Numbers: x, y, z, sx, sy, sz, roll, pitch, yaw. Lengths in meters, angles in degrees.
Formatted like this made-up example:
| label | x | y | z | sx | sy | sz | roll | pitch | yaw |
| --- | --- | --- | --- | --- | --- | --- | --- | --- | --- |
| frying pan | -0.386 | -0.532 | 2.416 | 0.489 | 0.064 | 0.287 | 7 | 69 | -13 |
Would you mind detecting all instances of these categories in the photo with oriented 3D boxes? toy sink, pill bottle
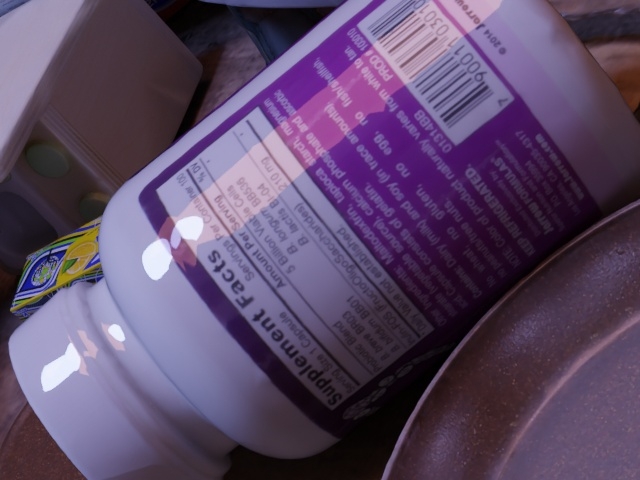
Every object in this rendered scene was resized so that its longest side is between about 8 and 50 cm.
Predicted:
| label | x | y | z | sx | sy | sz | roll | pitch | yaw |
| --- | --- | --- | --- | --- | --- | --- | --- | --- | --- |
| toy sink | -0.206 | -0.068 | 1.061 | 0.153 | 0.131 | 0.234 | -20 | 36 | 34 |
| pill bottle | 0.000 | 0.000 | 0.703 | 0.301 | 0.169 | 0.169 | -39 | 31 | 5 |

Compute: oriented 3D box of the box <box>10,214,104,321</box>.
| label | x | y | z | sx | sy | sz | roll | pitch | yaw |
| --- | --- | --- | --- | --- | --- | --- | --- | --- | --- |
| box | -0.119 | 0.012 | 0.929 | 0.169 | 0.059 | 0.054 | -27 | 36 | 25 |

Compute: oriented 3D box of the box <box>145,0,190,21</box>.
| label | x | y | z | sx | sy | sz | roll | pitch | yaw |
| --- | --- | --- | --- | --- | --- | --- | --- | --- | --- |
| box | -0.172 | -0.272 | 1.276 | 0.257 | 0.128 | 0.122 | -37 | 34 | 8 |

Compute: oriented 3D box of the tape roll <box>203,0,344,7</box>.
| label | x | y | z | sx | sy | sz | roll | pitch | yaw |
| --- | --- | --- | --- | --- | --- | --- | --- | --- | --- |
| tape roll | -0.008 | -0.227 | 0.983 | 0.219 | 0.072 | 0.219 | -3 | 27 | 2 |

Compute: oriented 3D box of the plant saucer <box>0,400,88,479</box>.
| label | x | y | z | sx | sy | sz | roll | pitch | yaw |
| --- | --- | --- | --- | --- | --- | --- | --- | --- | --- |
| plant saucer | -0.129 | 0.115 | 0.837 | 0.198 | 0.036 | 0.198 | -29 | 33 | 21 |

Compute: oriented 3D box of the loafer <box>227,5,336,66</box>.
| label | x | y | z | sx | sy | sz | roll | pitch | yaw |
| --- | --- | --- | --- | --- | --- | --- | --- | --- | --- |
| loafer | -0.037 | -0.201 | 1.078 | 0.096 | 0.084 | 0.267 | -38 | 31 | 8 |

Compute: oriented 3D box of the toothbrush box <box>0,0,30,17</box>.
| label | x | y | z | sx | sy | sz | roll | pitch | yaw |
| --- | --- | --- | --- | --- | --- | --- | --- | --- | --- |
| toothbrush box | -0.201 | -0.341 | 1.159 | 0.206 | 0.122 | 0.283 | -17 | 44 | 30 |

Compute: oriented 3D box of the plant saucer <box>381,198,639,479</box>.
| label | x | y | z | sx | sy | sz | roll | pitch | yaw |
| --- | --- | --- | --- | --- | --- | --- | --- | --- | --- |
| plant saucer | 0.155 | 0.092 | 0.527 | 0.310 | 0.050 | 0.310 | -30 | 33 | 22 |
